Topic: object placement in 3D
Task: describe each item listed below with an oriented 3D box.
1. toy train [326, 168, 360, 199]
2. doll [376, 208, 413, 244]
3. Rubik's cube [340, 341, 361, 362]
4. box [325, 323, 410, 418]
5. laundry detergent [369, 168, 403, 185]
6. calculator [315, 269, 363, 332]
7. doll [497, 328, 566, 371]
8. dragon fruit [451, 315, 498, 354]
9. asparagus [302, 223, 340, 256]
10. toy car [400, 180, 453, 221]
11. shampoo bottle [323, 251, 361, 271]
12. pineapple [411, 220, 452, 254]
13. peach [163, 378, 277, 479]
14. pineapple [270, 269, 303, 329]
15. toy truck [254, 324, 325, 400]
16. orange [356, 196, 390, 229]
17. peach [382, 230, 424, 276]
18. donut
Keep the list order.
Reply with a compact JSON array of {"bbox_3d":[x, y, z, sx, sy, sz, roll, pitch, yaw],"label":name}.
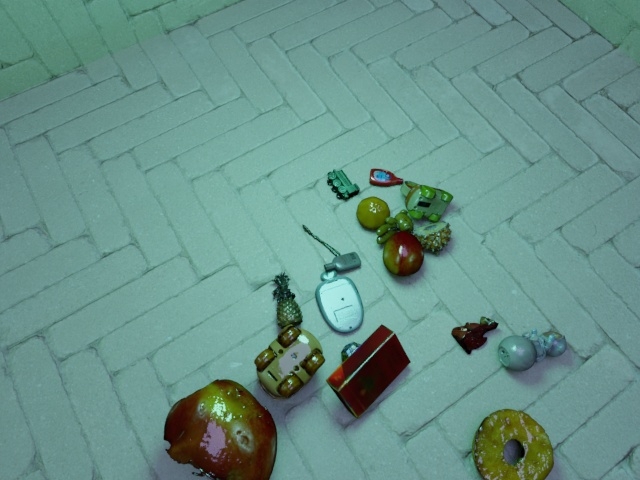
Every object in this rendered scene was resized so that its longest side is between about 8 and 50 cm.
[{"bbox_3d":[0.104,-0.274,2.149,0.111,0.071,0.170,-24,67,-21],"label":"toy train"},{"bbox_3d":[0.341,-0.049,2.010,0.210,0.137,0.097,-32,27,-25],"label":"doll"},{"bbox_3d":[0.136,0.466,1.796,0.111,0.111,0.093,-41,97,-17],"label":"Rubik's cube"},{"bbox_3d":[0.190,0.505,1.721,0.313,0.197,0.089,-41,35,-18],"label":"box"},{"bbox_3d":[0.324,-0.306,2.176,0.166,0.049,0.097,9,62,1],"label":"laundry detergent"},{"bbox_3d":[0.079,0.254,1.920,0.186,0.041,0.298,-17,66,-8],"label":"calculator"},{"bbox_3d":[0.869,0.438,1.798,0.288,0.151,0.150,-10,66,-12],"label":"doll"},{"bbox_3d":[0.657,0.382,1.839,0.193,0.092,0.122,-20,67,-9],"label":"dragon fruit"},{"bbox_3d":[0.000,0.000,2.047,0.233,0.022,0.023,39,115,13],"label":"asparagus"},{"bbox_3d":[0.476,-0.208,2.074,0.235,0.145,0.235,20,28,-11],"label":"toy car"},{"bbox_3d":[0.096,0.101,1.977,0.165,0.040,0.079,-15,57,-17],"label":"shampoo bottle"},{"bbox_3d":[0.515,0.002,2.004,0.176,0.161,0.136,-21,105,-13],"label":"pineapple"},{"bbox_3d":[-0.333,0.700,1.555,0.354,0.339,0.416,-26,73,-11],"label":"peach"},{"bbox_3d":[-0.153,0.253,1.890,0.125,0.125,0.251,-13,61,-6],"label":"pineapple"},{"bbox_3d":[-0.124,0.482,1.725,0.288,0.211,0.204,-43,73,-14],"label":"toy truck"},{"bbox_3d":[0.243,-0.130,2.045,0.159,0.136,0.158,1,68,-2],"label":"orange"},{"bbox_3d":[0.363,0.053,1.936,0.198,0.197,0.197,0,66,0],"label":"peach"},{"bbox_3d":[0.697,0.785,1.650,0.304,0.110,0.302,1,66,-3],"label":"donut"}]
